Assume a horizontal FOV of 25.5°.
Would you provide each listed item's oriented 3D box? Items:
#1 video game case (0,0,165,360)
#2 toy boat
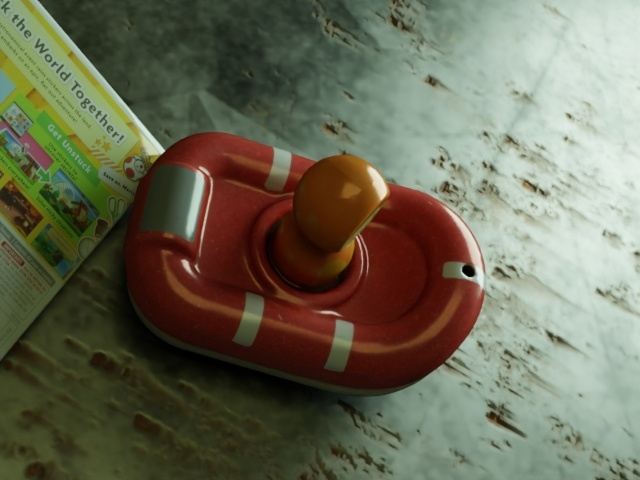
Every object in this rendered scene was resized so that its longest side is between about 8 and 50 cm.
[{"bbox_3d":[-0.222,-0.066,0.856,0.227,0.026,0.206,50,53,-21],"label":"video game case"},{"bbox_3d":[0.000,0.000,0.889,0.231,0.151,0.151,16,58,-14],"label":"toy boat"}]
